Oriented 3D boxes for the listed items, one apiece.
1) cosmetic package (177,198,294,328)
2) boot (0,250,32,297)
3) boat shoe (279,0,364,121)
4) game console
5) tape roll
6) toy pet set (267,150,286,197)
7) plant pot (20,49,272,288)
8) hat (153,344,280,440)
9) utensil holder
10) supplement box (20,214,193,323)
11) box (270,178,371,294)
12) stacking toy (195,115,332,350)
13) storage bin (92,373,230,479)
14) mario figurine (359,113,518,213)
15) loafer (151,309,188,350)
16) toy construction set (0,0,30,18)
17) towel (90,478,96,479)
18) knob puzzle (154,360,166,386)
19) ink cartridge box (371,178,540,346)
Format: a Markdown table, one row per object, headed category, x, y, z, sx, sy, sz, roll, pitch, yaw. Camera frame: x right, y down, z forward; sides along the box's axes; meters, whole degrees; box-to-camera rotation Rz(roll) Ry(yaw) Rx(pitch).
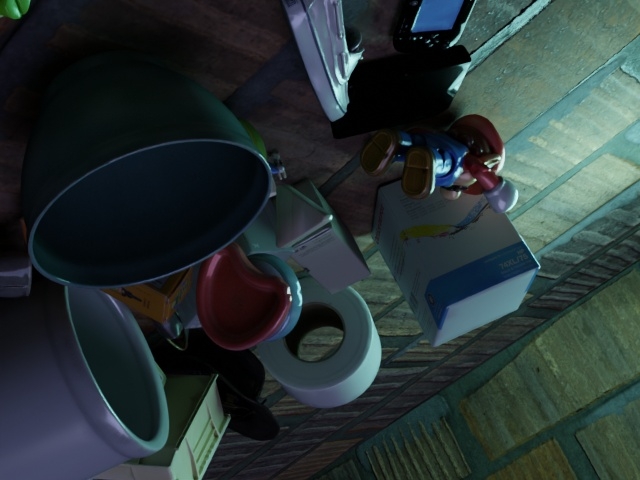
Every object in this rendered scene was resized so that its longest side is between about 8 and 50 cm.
| category | x | y | z | sx | sy | sz | roll | pitch | yaw |
| --- | --- | --- | --- | --- | --- | --- | --- | --- | --- |
| cosmetic package | -0.161 | 0.037 | 1.470 | 0.107 | 0.127 | 0.238 | 2 | 145 | -45 |
| boot | -0.494 | 0.034 | 1.155 | 0.208 | 0.076 | 0.189 | 5 | 160 | -16 |
| boat shoe | 0.016 | -0.245 | 1.126 | 0.084 | 0.095 | 0.258 | -23 | 156 | 2 |
| game console | 0.135 | -0.283 | 1.230 | 0.213 | 0.044 | 0.361 | -16 | 153 | -21 |
| tape roll | 0.000 | 0.218 | 1.833 | 0.246 | 0.246 | 0.169 | -26 | 156 | -1 |
| toy pet set | -0.112 | -0.104 | 1.327 | 0.122 | 0.114 | 0.065 | -23 | 115 | -8 |
| plant pot | -0.229 | -0.102 | 1.049 | 0.293 | 0.196 | 0.293 | -21 | 155 | -10 |
| hat | -0.201 | 0.300 | 1.894 | 0.134 | 0.331 | 0.331 | -59 | 170 | -28 |
| utensil holder | -0.484 | 0.253 | 1.359 | 0.385 | 0.328 | 0.327 | -24 | 155 | 2 |
| supplement box | -0.291 | 0.019 | 1.191 | 0.080 | 0.233 | 0.078 | -56 | 172 | -34 |
| box | 0.000 | 0.000 | 1.571 | 0.094 | 0.113 | 0.275 | -28 | 154 | 6 |
| stacking toy | -0.112 | -0.017 | 1.256 | 0.279 | 0.309 | 0.130 | -52 | 160 | 21 |
| storage bin | -0.346 | 0.376 | 1.676 | 0.262 | 0.260 | 0.123 | 0 | 119 | 14 |
| mario figurine | 0.199 | -0.108 | 1.443 | 0.170 | 0.198 | 0.320 | -32 | 166 | 36 |
| loafer | -0.285 | 0.159 | 1.662 | 0.062 | 0.061 | 0.170 | -25 | 155 | 0 |
| toy construction set | -0.336 | -0.264 | 0.643 | 0.327 | 0.151 | 0.215 | 16 | 96 | -54 |
| towel | -0.570 | 0.421 | 1.788 | 0.370 | 0.040 | 0.271 | 19 | 105 | -53 |
| knob puzzle | -0.374 | 0.258 | 1.612 | 0.213 | 0.213 | 0.030 | -4 | 157 | -39 |
| ink cartridge box | 0.245 | 0.019 | 1.650 | 0.197 | 0.270 | 0.198 | -22 | 155 | -12 |
